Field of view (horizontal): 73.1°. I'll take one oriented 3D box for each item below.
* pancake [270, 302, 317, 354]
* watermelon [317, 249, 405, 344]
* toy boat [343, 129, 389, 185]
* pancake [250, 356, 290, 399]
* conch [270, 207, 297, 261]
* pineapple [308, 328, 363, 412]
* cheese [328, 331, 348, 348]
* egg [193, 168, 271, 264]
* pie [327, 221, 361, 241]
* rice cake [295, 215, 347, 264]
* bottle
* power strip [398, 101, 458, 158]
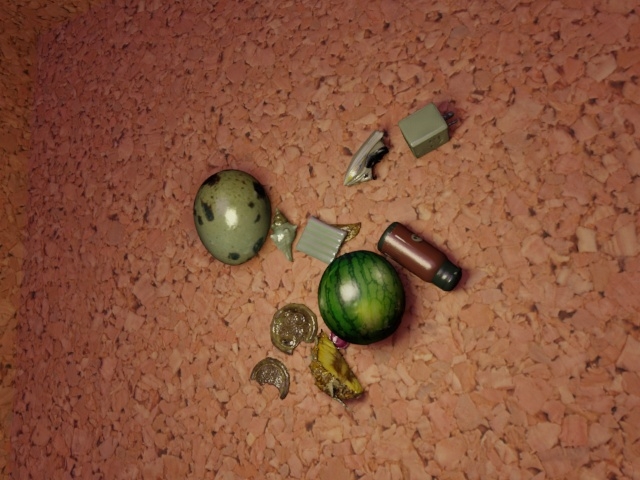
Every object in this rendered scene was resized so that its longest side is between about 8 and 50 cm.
[{"bbox_3d":[-0.121,0.381,1.884,0.235,0.029,0.212,-39,66,7],"label":"pancake"},{"bbox_3d":[0.151,0.213,1.651,0.362,0.363,0.364,-5,76,20],"label":"watermelon"},{"bbox_3d":[0.205,-0.339,1.870,0.140,0.140,0.270,25,90,25],"label":"toy boat"},{"bbox_3d":[-0.221,0.601,1.876,0.190,0.020,0.185,-15,74,18],"label":"pancake"},{"bbox_3d":[-0.163,-0.034,1.936,0.114,0.137,0.234,-32,61,29],"label":"conch"},{"bbox_3d":[0.022,0.539,1.711,0.161,0.158,0.335,-45,72,23],"label":"pineapple"},{"bbox_3d":[0.065,0.416,1.796,0.145,0.038,0.095,-42,65,15],"label":"cheese"},{"bbox_3d":[-0.388,-0.104,1.930,0.344,0.345,0.429,-11,83,19],"label":"egg"},{"bbox_3d":[0.092,-0.037,1.894,0.169,0.034,0.092,1,75,16],"label":"pie"},{"bbox_3d":[0.000,0.000,1.897,0.198,0.037,0.190,32,108,23],"label":"rice cake"},{"bbox_3d":[0.391,0.069,1.688,0.336,0.144,0.144,37,92,24],"label":"bottle"},{"bbox_3d":[0.457,-0.468,1.790,0.224,0.140,0.139,-29,68,14],"label":"power strip"}]
